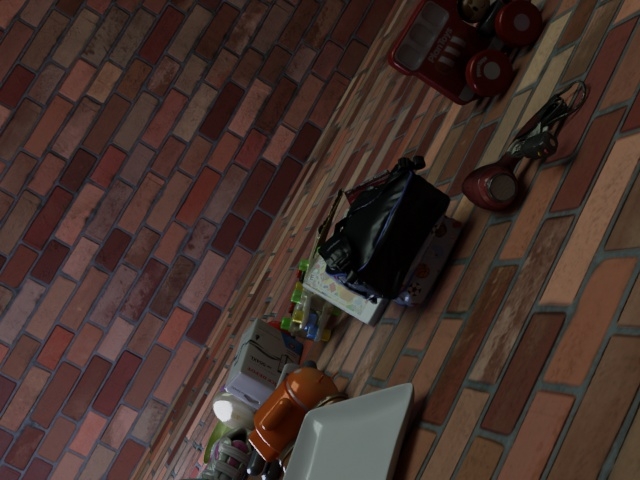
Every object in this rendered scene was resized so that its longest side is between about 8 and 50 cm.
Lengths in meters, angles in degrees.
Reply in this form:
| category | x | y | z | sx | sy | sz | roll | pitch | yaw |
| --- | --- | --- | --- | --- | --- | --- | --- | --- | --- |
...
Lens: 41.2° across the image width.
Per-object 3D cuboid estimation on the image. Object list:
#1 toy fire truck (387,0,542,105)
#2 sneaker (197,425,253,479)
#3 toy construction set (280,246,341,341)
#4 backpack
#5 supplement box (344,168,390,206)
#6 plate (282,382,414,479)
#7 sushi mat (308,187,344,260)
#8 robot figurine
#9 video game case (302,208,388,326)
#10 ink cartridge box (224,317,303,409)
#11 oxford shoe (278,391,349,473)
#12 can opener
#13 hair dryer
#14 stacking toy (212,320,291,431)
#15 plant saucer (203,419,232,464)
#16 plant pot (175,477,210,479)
| category | x | y | z | sx | sy | sz | roll | pitch | yaw |
| --- | --- | --- | --- | --- | --- | --- | --- | --- | --- |
| toy fire truck | 0.320 | -0.460 | 1.881 | 0.302 | 0.253 | 0.169 | -60 | 12 | -1 |
| sneaker | -0.226 | 0.540 | 2.062 | 0.111 | 0.102 | 0.252 | -55 | 13 | 27 |
| toy construction set | 0.003 | 0.107 | 2.058 | 0.328 | 0.151 | 0.215 | -61 | -2 | -30 |
| backpack | 0.128 | 0.001 | 1.653 | 0.277 | 0.213 | 0.263 | -56 | 18 | -13 |
| supplement box | 0.139 | -0.094 | 2.068 | 0.130 | 0.073 | 0.239 | -29 | 16 | 3 |
| plate | 0.035 | 0.380 | 1.378 | 0.278 | 0.045 | 0.277 | -26 | 33 | 44 |
| sushi mat | 0.000 | 0.000 | 2.258 | 0.151 | 0.019 | 0.317 | -60 | -5 | -31 |
| robot figurine | -0.047 | 0.345 | 1.714 | 0.219 | 0.158 | 0.128 | -50 | 27 | 13 |
| video game case | 0.085 | 0.054 | 1.862 | 0.227 | 0.026 | 0.206 | 27 | 85 | 45 |
| ink cartridge box | -0.139 | 0.317 | 2.142 | 0.086 | 0.148 | 0.203 | -49 | 16 | 33 |
| oxford shoe | 0.000 | 0.382 | 1.627 | 0.212 | 0.076 | 0.076 | -59 | 35 | 19 |
| can opener | -0.077 | 0.389 | 1.879 | 0.095 | 0.076 | 0.284 | -46 | 18 | 51 |
| hair dryer | 0.345 | -0.139 | 1.489 | 0.293 | 0.080 | 0.223 | -38 | 8 | 48 |
| stacking toy | -0.159 | 0.344 | 2.269 | 0.141 | 0.141 | 0.330 | -48 | 9 | 43 |
| plant saucer | -0.252 | 0.523 | 2.384 | 0.241 | 0.037 | 0.241 | -56 | 11 | 17 |
| plant pot | -0.278 | 0.635 | 1.729 | 0.252 | 0.248 | 0.247 | -40 | 15 | 12 |
